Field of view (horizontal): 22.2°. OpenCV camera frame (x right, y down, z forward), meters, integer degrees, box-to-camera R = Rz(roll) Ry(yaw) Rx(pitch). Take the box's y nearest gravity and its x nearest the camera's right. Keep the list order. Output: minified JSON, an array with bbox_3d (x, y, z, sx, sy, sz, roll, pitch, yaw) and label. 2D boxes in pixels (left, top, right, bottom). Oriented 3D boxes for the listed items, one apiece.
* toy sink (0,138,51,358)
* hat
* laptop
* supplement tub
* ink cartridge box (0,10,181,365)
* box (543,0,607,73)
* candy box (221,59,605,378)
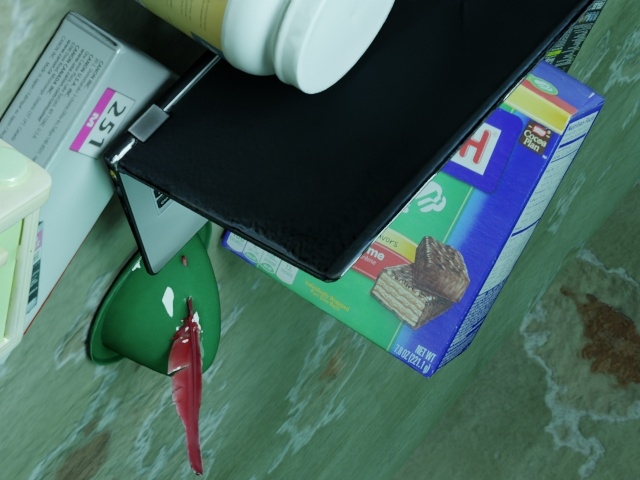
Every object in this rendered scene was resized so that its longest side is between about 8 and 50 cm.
[{"bbox_3d":[-0.269,-0.002,1.029,0.153,0.131,0.234,-40,156,-43],"label":"toy sink"},{"bbox_3d":[-0.105,0.104,1.571,0.208,0.183,0.173,-53,163,-9],"label":"hat"},{"bbox_3d":[0.049,-0.107,1.280,0.382,0.236,0.408,-46,166,-14],"label":"laptop"},{"bbox_3d":[-0.056,-0.203,1.117,0.144,0.199,0.144,-48,161,-22],"label":"supplement tub"},{"bbox_3d":[-0.202,-0.027,1.291,0.275,0.060,0.239,-57,162,4],"label":"ink cartridge box"},{"bbox_3d":[0.272,-0.246,2.160,0.270,0.060,0.216,-21,142,-61],"label":"box"},{"bbox_3d":[0.087,-0.068,1.634,0.122,0.268,0.317,-30,149,-62],"label":"candy box"}]
